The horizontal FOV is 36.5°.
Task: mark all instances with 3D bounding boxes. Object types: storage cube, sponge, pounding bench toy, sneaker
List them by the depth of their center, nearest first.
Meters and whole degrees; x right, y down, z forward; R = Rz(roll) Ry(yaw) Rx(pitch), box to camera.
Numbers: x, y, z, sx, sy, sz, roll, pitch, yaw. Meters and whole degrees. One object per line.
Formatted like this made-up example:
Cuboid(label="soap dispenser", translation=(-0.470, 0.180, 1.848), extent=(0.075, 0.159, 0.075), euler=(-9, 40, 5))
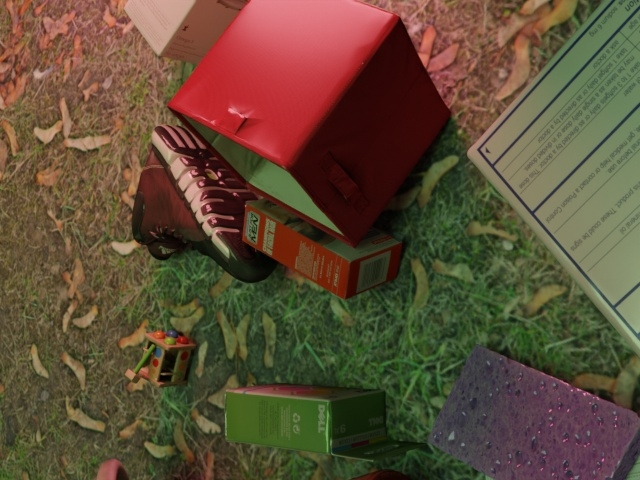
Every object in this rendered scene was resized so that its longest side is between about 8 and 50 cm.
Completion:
Cuboid(label="sponge", translation=(0.206, 0.187, 0.946), extent=(0.210, 0.031, 0.117), euler=(22, 82, 50))
Cuboid(label="storage cube", translation=(-0.009, -0.142, 1.046), extent=(0.215, 0.183, 0.193), euler=(31, 81, 35))
Cuboid(label="sneaker", translation=(-0.160, -0.010, 1.259), extent=(0.162, 0.106, 0.281), euler=(-57, 48, 29))
Cuboid(label="pounding bench toy", translation=(-0.216, 0.155, 1.291), extent=(0.052, 0.083, 0.065), euler=(23, 102, 37))

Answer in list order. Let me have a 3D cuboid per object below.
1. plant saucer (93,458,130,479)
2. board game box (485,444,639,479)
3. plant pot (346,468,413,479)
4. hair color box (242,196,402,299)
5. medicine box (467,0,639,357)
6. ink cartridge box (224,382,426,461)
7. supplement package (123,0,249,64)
Cuboid(label="plant saucer", translation=(-0.244, 0.463, 1.130), extent=(0.400, 0.101, 0.400), euler=(168, 90, -81))
Cuboid(label="board game box", translation=(0.295, 0.270, 0.870), extent=(0.305, 0.053, 0.193), euler=(-23, 53, 35))
Cuboid(label="plant pot", translation=(-0.003, 0.381, 1.020), extent=(0.265, 0.272, 0.272), euler=(-29, 71, 24))
Cuboid(label="hair color box", translation=(0.000, 0.000, 1.120), extent=(0.167, 0.093, 0.053), euler=(27, 122, 35))
Cuboid(label="medicine box", translation=(0.326, -0.066, 0.841), extent=(0.263, 0.149, 0.289), euler=(-49, 61, 25))
Cuboid(label="ink cartridge box", translation=(0.003, 0.201, 1.103), extent=(0.209, 0.109, 0.062), euler=(-2, 87, 38))
Cuboid(label="supplement package", translation=(-0.150, -0.328, 1.252), extent=(0.179, 0.105, 0.105), euler=(-50, 60, 25))
